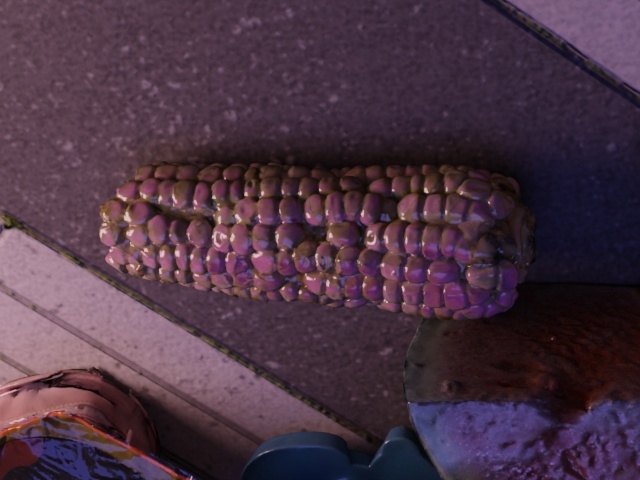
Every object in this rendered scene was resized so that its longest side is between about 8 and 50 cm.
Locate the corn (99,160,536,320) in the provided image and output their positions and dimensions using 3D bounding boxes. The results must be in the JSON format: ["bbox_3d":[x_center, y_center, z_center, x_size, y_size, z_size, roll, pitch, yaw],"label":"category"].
[{"bbox_3d":[0.000,0.000,1.253,0.335,0.126,0.126,1,122,10],"label":"corn"}]

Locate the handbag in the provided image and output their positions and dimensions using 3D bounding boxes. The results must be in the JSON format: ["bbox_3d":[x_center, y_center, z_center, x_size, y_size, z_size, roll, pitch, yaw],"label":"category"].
[{"bbox_3d":[-0.245,0.219,1.411,0.205,0.116,0.179,-19,108,13],"label":"handbag"}]

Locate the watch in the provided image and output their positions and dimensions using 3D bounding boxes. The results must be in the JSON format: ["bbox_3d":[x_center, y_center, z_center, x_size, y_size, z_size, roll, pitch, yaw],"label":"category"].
[{"bbox_3d":[0.025,0.278,1.378,0.211,0.193,0.211,5,125,7],"label":"watch"}]

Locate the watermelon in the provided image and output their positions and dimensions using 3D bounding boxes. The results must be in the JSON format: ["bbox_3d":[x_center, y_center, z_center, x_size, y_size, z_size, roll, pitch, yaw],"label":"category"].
[{"bbox_3d":[0.199,0.128,1.243,0.262,0.213,0.201,41,119,-16],"label":"watermelon"}]

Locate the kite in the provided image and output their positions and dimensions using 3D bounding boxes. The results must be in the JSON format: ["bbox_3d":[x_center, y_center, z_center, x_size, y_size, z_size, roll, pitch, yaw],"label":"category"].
[{"bbox_3d":[-0.210,0.298,1.369,0.378,0.013,0.327,-17,109,11],"label":"kite"}]
